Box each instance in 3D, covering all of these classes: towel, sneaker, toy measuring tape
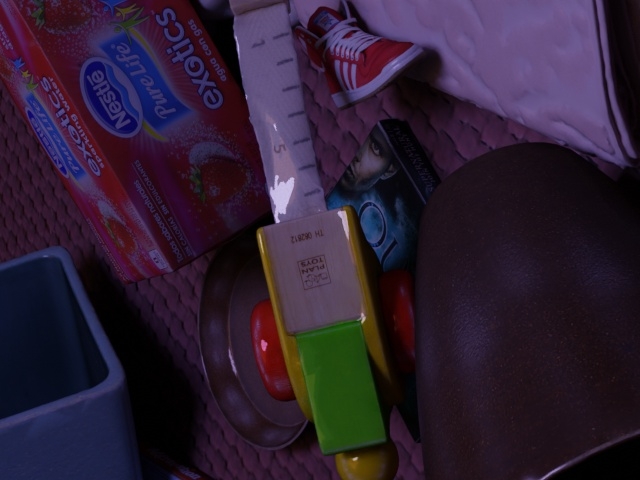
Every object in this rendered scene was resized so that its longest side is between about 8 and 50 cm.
[{"bbox_3d":[0.060,-0.225,0.886,0.332,0.053,0.317,33,145,50],"label":"towel"},{"bbox_3d":[0.022,-0.124,0.963,0.067,0.042,0.118,59,160,-6],"label":"sneaker"},{"bbox_3d":[0.000,0.000,0.988,0.121,0.121,0.330,-16,87,54],"label":"toy measuring tape"}]

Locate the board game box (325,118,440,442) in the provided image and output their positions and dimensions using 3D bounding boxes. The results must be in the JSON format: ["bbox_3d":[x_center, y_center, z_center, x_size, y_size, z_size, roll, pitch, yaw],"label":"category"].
[{"bbox_3d":[0.061,0.027,1.036,0.186,0.026,0.126,61,139,27],"label":"board game box"}]

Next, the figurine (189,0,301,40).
[{"bbox_3d":[-0.093,-0.245,1.167,0.209,0.092,0.215,-17,82,62],"label":"figurine"}]

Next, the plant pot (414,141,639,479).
[{"bbox_3d":[0.136,0.065,0.814,0.215,0.215,0.230,-61,35,39],"label":"plant pot"}]

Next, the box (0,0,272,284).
[{"bbox_3d":[-0.145,-0.106,1.131,0.257,0.122,0.128,60,157,-7],"label":"box"}]

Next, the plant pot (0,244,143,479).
[{"bbox_3d":[-0.285,0.198,1.341,0.248,0.247,0.252,-127,21,-55],"label":"plant pot"}]

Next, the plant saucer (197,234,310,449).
[{"bbox_3d":[-0.041,0.078,1.182,0.168,0.029,0.168,13,106,53],"label":"plant saucer"}]

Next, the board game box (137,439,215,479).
[{"bbox_3d":[-0.085,0.281,1.276,0.281,0.027,0.145,20,110,51],"label":"board game box"}]
